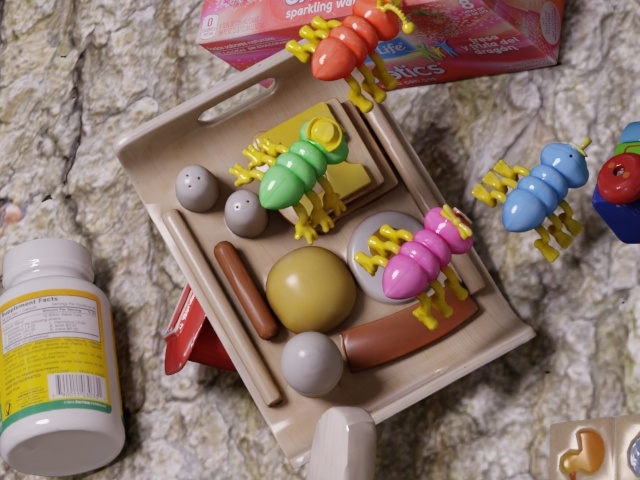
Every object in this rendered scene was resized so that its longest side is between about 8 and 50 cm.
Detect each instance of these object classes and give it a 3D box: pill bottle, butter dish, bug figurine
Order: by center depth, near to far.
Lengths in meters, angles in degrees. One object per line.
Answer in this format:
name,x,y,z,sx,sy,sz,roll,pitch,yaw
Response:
bug figurine,0.070,-0.064,1.333,0.279,0.072,0.216,38,71,6
butter dish,-0.060,0.058,1.503,0.160,0.118,0.159,145,147,-77
pill bottle,-0.251,0.107,1.628,0.118,0.117,0.208,-28,56,27

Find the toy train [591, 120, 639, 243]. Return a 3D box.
toy train,0.331,-0.069,1.256,0.248,0.105,0.143,-3,56,38

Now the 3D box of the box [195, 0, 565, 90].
box,0.056,-0.230,1.511,0.300,0.142,0.154,-4,68,38

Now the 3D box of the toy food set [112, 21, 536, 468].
toy food set,0.000,0.000,1.376,0.220,0.092,0.306,-29,78,-4

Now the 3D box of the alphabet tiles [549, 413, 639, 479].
alphabet tiles,0.261,0.257,1.219,0.343,0.011,0.285,-12,65,35

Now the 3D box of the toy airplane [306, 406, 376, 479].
toy airplane,-0.013,0.360,1.214,0.384,0.272,0.386,-44,61,41
